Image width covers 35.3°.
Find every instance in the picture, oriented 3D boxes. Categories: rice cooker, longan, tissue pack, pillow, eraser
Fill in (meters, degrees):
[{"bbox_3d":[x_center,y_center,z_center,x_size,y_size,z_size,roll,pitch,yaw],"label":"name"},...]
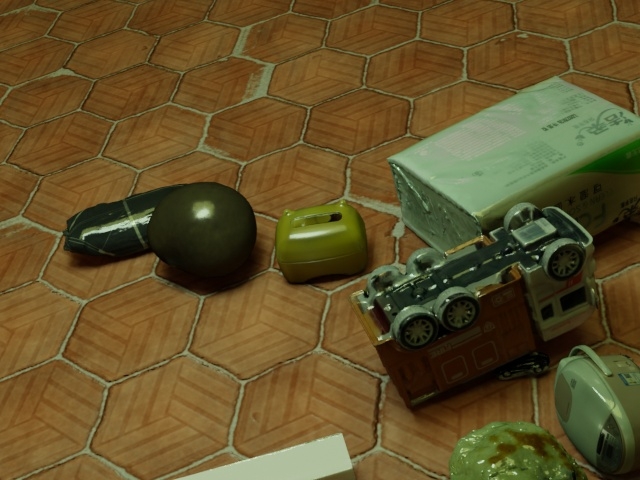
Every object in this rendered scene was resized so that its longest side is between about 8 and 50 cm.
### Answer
[{"bbox_3d":[0.432,0.251,1.501,0.127,0.145,0.206,-5,34,-10],"label":"rice cooker"},{"bbox_3d":[-0.229,-0.023,1.973,0.220,0.197,0.197,4,41,28],"label":"longan"},{"bbox_3d":[0.383,-0.116,1.902,0.404,0.205,0.332,-25,36,-15],"label":"tissue pack"},{"bbox_3d":[0.000,0.000,1.936,0.178,0.127,0.123,-9,41,4],"label":"tissue pack"},{"bbox_3d":[-0.379,-0.049,2.122,0.334,0.093,0.161,-18,35,-8],"label":"pillow"},{"bbox_3d":[-0.095,0.381,1.527,0.298,0.078,0.076,-15,39,-4],"label":"eraser"}]

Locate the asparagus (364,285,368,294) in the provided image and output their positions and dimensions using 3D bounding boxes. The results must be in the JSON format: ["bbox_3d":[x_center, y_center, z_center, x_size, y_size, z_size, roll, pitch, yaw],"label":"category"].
[{"bbox_3d":[0.095,0.124,1.842,0.025,0.021,0.108,-12,39,6],"label":"asparagus"}]

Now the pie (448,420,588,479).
[{"bbox_3d":[0.292,0.359,1.446,0.200,0.090,0.248,-10,42,-3],"label":"pie"}]

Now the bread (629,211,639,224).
[{"bbox_3d":[0.633,-0.054,1.910,0.083,0.035,0.070,11,44,17],"label":"bread"}]

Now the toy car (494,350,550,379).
[{"bbox_3d":[0.335,0.208,1.669,0.093,0.025,0.041,-10,36,13],"label":"toy car"}]

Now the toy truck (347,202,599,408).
[{"bbox_3d":[0.262,0.108,1.648,0.387,0.207,0.173,-24,30,-3],"label":"toy truck"}]
